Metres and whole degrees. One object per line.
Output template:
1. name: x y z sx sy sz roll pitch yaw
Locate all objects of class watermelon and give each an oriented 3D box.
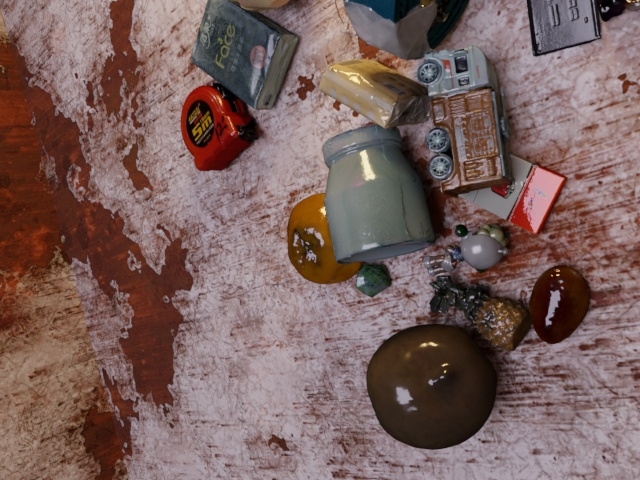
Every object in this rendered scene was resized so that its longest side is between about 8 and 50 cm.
1. watermelon: 0.133 0.109 1.505 0.072 0.092 0.084 97 152 -69

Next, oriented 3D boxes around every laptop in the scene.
1. laptop: 0.473 -0.478 1.125 0.135 0.016 0.197 -5 96 42

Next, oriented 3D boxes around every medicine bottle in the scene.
1. medicine bottle: 0.126 -0.107 1.350 0.245 0.245 0.289 -18 78 41

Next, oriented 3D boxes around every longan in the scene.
1. longan: 0.257 0.334 1.317 0.297 0.297 0.297 10 106 39

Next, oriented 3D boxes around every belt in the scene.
1. belt: 0.205 -0.592 1.138 0.173 0.300 0.436 33 119 31

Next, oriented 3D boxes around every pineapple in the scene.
1. pineapple: 0.352 0.152 1.297 0.237 0.119 0.111 30 104 34

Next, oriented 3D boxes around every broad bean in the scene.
1. broad bean: 0.498 0.133 1.195 0.114 0.084 0.165 23 107 12

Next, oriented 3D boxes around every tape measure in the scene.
1. tape measure: -0.321 -0.356 1.762 0.253 0.114 0.260 -35 73 39

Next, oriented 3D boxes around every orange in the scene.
1. orange: 0.000 0.000 1.518 0.249 0.183 0.248 9 104 38

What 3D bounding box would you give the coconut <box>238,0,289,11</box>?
1. coconut: -0.148 -0.714 1.463 0.233 0.233 0.245 -37 71 39

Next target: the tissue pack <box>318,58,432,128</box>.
1. tissue pack: 0.133 -0.346 1.331 0.222 0.186 0.090 35 126 28

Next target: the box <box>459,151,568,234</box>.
1. box: 0.397 -0.127 1.252 0.245 0.035 0.139 35 118 31

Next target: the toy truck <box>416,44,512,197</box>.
1. toy truck: 0.311 -0.254 1.204 0.162 0.136 0.305 -8 85 28

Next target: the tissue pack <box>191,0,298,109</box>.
1. tissue pack: -0.225 -0.548 1.643 0.316 0.103 0.227 40 121 26

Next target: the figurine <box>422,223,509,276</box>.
1. figurine: 0.331 0.024 1.290 0.197 0.093 0.147 -13 128 33

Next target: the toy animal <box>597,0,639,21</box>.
1. toy animal: 0.623 -0.470 0.949 0.324 0.090 0.195 -38 75 41
